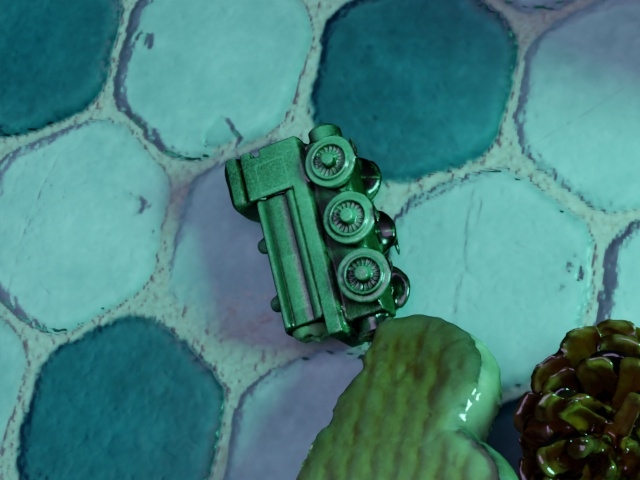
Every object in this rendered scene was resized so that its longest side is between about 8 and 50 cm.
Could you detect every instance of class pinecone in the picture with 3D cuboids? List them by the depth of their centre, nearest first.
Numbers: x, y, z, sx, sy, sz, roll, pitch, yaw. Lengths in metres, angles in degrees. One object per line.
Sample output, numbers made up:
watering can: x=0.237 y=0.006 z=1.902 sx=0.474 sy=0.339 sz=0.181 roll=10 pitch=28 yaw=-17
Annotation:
pinecone: x=0.196 y=0.126 z=0.876 sx=0.173 sy=0.173 sz=0.174 roll=-4 pitch=71 yaw=13

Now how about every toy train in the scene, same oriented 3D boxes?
toy train: x=0.000 y=0.000 z=1.020 sx=0.111 sy=0.071 sz=0.171 roll=-20 pitch=69 yaw=17

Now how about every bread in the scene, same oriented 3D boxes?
bread: x=0.056 y=0.158 z=0.904 sx=0.172 sy=0.064 sz=0.232 roll=-33 pitch=36 yaw=18
